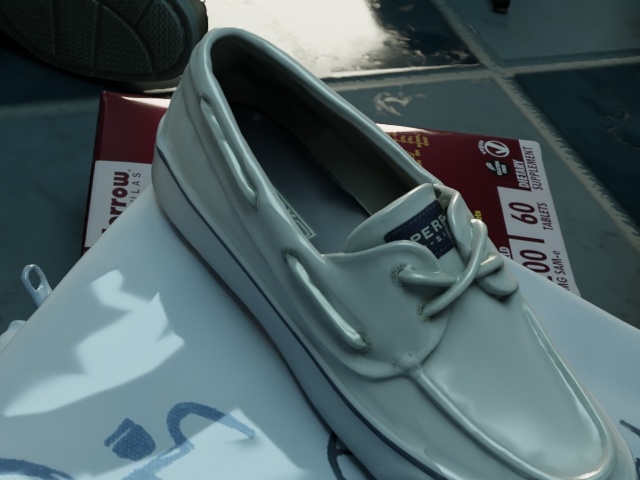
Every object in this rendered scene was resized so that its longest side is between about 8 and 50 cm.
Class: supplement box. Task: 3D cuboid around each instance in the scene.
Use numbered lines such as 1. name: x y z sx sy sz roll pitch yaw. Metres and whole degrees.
1. supplement box: 0.000 0.000 0.673 0.239 0.073 0.130 5 42 -9

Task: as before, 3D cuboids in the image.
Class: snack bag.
1. snack bag: 0.007 0.109 0.518 0.323 0.037 0.342 28 50 7

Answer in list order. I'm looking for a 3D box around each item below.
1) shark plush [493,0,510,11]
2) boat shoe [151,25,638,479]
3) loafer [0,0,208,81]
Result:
1. shark plush: 0.148 -0.236 1.010 0.067 0.073 0.161 34 28 -24
2. boat shoe: 0.026 0.016 0.518 0.258 0.084 0.095 41 52 17
3. loafer: -0.185 -0.177 0.815 0.267 0.096 0.084 19 34 10
